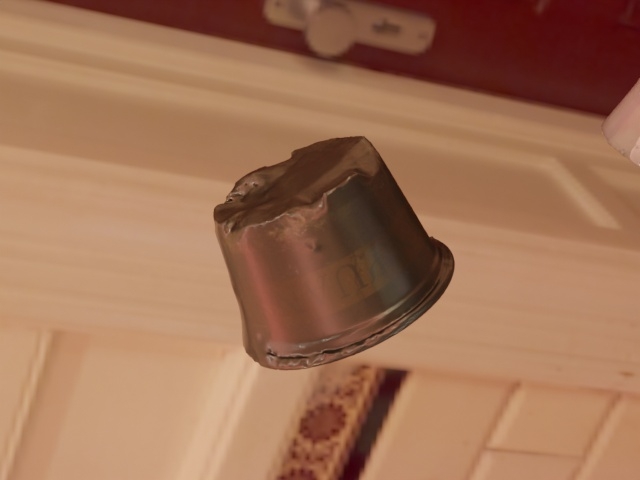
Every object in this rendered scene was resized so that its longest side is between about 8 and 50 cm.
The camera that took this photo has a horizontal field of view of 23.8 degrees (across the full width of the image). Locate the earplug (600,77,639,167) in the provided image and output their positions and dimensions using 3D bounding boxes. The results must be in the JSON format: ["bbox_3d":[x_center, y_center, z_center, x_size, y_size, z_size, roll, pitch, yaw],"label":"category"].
[{"bbox_3d":[0.418,-0.202,1.483,0.301,0.172,0.172,-65,30,21],"label":"earplug"}]

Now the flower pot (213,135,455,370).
[{"bbox_3d":[0.000,0.000,1.022,0.157,0.157,0.107,21,138,64],"label":"flower pot"}]
